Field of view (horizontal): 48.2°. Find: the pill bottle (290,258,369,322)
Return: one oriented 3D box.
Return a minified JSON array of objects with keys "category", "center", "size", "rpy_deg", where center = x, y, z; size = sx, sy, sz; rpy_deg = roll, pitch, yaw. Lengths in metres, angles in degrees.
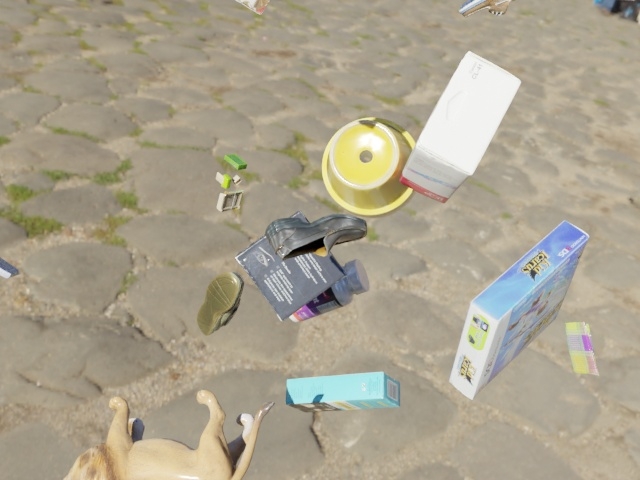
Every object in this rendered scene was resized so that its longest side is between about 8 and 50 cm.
[{"category":"pill bottle","center":[0.011,0.112,1.667],"size":[0.193,0.108,0.108],"rpy_deg":[-22,21,18]}]

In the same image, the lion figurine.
[{"category":"lion figurine","center":[-0.273,0.400,1.267],"size":[0.391,0.142,0.240],"rpy_deg":[-9,42,3]}]

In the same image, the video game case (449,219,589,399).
[{"category":"video game case","center":[0.352,0.126,1.274],"size":[0.269,0.244,0.061],"rpy_deg":[-35,58,-28]}]

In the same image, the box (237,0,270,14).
[{"category":"box","center":[-0.029,-0.485,1.034],"size":[0.063,0.324,0.067],"rpy_deg":[23,27,-34]}]

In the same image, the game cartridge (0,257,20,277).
[{"category":"game cartridge","center":[-0.679,0.050,1.504],"size":[0.083,0.017,0.056],"rpy_deg":[35,2,-1]}]

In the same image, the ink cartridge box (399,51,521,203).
[{"category":"ink cartridge box","center":[0.283,-0.224,1.517],"size":[0.131,0.226,0.306],"rpy_deg":[28,-6,2]}]

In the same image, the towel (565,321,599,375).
[{"category":"towel","center":[0.400,0.166,1.098],"size":[0.009,0.083,0.060],"rpy_deg":[-10,-5,-15]}]

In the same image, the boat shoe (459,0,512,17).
[{"category":"boat shoe","center":[0.419,-0.567,1.688],"size":[0.183,0.066,0.066],"rpy_deg":[-22,25,25]}]

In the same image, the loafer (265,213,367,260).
[{"category":"loafer","center":[0.000,0.000,1.113],"size":[0.170,0.062,0.061],"rpy_deg":[-7,57,-22]}]

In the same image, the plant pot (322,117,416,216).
[{"category":"plant pot","center":[0.120,-0.188,1.755],"size":[0.253,0.254,0.239],"rpy_deg":[19,0,10]}]

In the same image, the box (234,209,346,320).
[{"category":"box","center":[-0.058,0.047,1.409],"size":[0.156,0.158,0.093],"rpy_deg":[55,-1,-5]}]

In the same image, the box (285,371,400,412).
[{"category":"box","center":[0.050,0.346,1.620],"size":[0.244,0.060,0.100],"rpy_deg":[-10,-28,27]}]

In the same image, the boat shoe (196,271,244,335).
[{"category":"boat shoe","center":[-0.229,0.143,1.706],"size":[0.073,0.224,0.080],"rpy_deg":[-21,64,-44]}]

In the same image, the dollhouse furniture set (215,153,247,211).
[{"category":"dollhouse furniture set","center":[-0.250,-0.156,1.957],"size":[0.076,0.152,0.058],"rpy_deg":[-15,44,-44]}]
